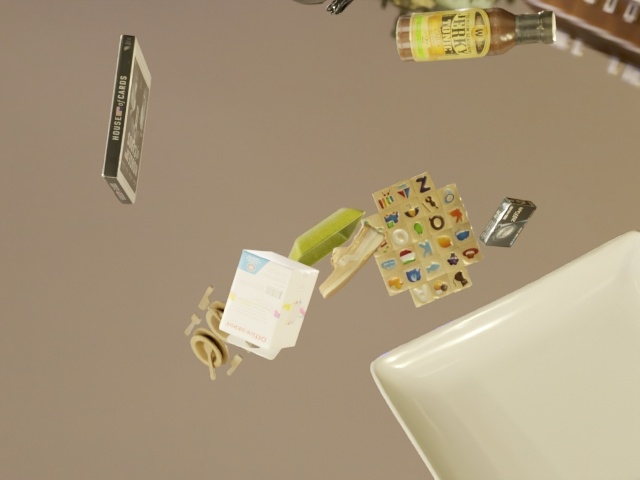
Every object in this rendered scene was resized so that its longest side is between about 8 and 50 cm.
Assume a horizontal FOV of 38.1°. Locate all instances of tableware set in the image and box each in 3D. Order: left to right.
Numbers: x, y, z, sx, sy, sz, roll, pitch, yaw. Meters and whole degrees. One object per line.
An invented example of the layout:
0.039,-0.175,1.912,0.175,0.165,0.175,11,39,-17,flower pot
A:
-0.193,0.180,1.692,0.128,0.194,0.039,42,-129,6,tableware set

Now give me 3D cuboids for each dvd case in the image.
-0.321,-0.196,1.545,0.029,0.239,0.179,5,169,-2,dvd case

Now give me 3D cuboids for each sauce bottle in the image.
0.342,-0.461,2.049,0.344,0.111,0.111,-2,-159,20,sauce bottle

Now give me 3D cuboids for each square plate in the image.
0.274,0.200,0.906,0.344,0.049,0.347,-24,-111,-15,square plate

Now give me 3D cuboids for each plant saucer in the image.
0.000,0.000,2.085,0.188,0.188,0.045,-34,-100,-19,plant saucer

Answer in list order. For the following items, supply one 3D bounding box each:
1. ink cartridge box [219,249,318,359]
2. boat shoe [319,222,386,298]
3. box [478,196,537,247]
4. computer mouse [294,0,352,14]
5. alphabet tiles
-0.079,0.097,1.386,0.092,0.143,0.090,21,-173,24,ink cartridge box
0.047,0.034,1.684,0.059,0.063,0.170,41,-116,7,boat shoe
0.298,-0.028,1.472,0.067,0.083,0.018,5,-146,-41,box
0.021,-0.578,2.055,0.262,0.184,0.060,11,-126,-49,computer mouse
0.283,-0.002,2.570,0.285,0.343,0.011,-22,-176,-6,alphabet tiles
